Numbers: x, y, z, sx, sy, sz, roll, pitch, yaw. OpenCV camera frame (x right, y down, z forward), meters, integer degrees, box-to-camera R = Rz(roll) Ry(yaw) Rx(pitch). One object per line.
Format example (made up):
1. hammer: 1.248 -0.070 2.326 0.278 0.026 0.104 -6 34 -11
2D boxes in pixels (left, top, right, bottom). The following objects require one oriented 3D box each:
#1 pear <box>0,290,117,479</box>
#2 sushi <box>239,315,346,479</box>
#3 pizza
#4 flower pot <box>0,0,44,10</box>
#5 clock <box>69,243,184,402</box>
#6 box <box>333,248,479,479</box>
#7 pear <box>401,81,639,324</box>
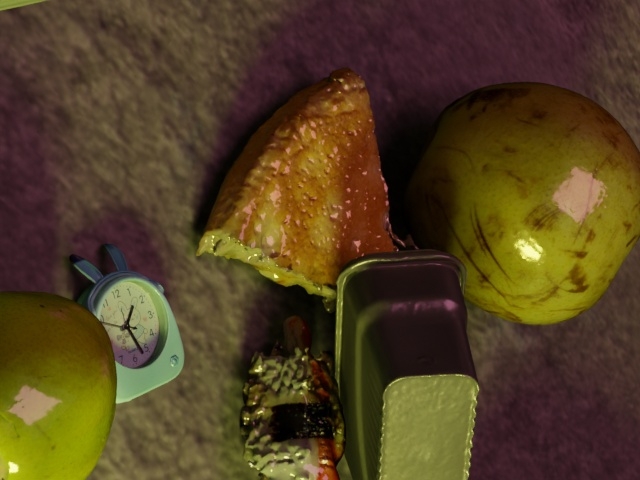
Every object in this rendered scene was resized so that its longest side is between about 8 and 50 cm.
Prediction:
1. pear: -0.258 0.134 1.574 0.220 0.187 0.187 -42 117 -61
2. sushi: -0.033 0.185 1.853 0.103 0.097 0.226 25 53 -48
3. pizza: 0.000 0.000 1.928 0.280 0.075 0.287 -45 119 -35
4. flower pot: -0.296 -0.313 1.566 0.209 0.190 0.239 48 54 -32
5. clock: -0.191 0.075 1.736 0.108 0.045 0.147 -23 101 -46
6. box: 0.093 0.162 1.846 0.138 0.178 0.274 -5 126 -8
7. pear: 0.227 -0.044 2.033 0.284 0.284 0.283 6 81 -46
